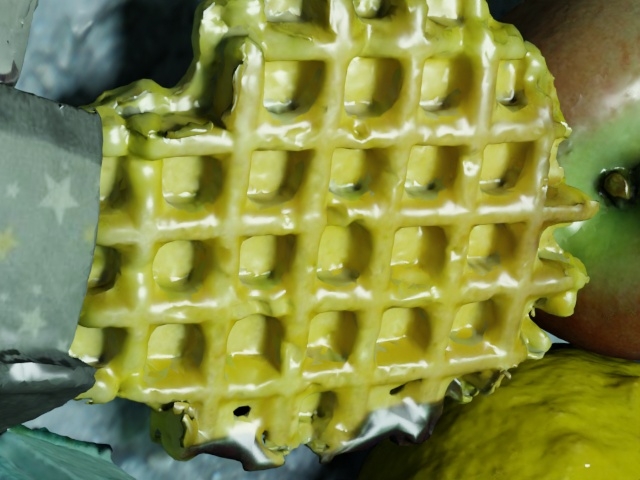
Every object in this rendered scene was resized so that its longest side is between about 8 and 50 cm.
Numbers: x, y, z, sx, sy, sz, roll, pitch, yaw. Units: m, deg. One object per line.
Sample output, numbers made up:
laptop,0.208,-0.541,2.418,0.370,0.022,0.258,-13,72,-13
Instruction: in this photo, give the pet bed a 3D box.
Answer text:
pet bed,-0.197,0.009,0.622,0.211,0.183,0.159,16,83,-56

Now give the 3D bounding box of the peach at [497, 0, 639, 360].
peach,0.198,-0.047,1.076,0.252,0.252,0.252,-23,119,-47

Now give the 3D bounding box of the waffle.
waffle,0.002,0.001,0.903,0.311,0.060,0.307,-33,124,-8

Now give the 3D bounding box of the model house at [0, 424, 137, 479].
model house,-0.101,0.168,0.838,0.148,0.148,0.119,27,82,-51

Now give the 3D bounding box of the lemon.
lemon,0.141,0.208,1.062,0.316,0.285,0.285,-29,124,-45

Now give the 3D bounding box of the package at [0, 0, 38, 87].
package,-0.174,-0.183,0.677,0.239,0.030,0.154,57,32,-45
